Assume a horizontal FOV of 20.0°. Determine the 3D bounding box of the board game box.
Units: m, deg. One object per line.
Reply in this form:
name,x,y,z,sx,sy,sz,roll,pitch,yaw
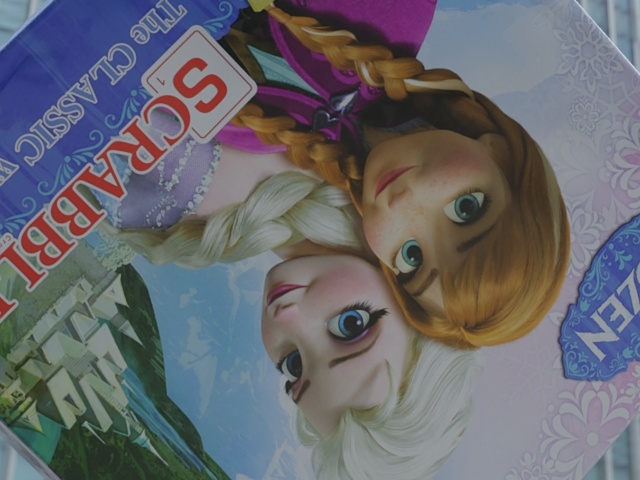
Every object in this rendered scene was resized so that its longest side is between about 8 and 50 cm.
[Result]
board game box,0.000,0.000,0.802,0.318,0.319,0.066,46,-15,-12
